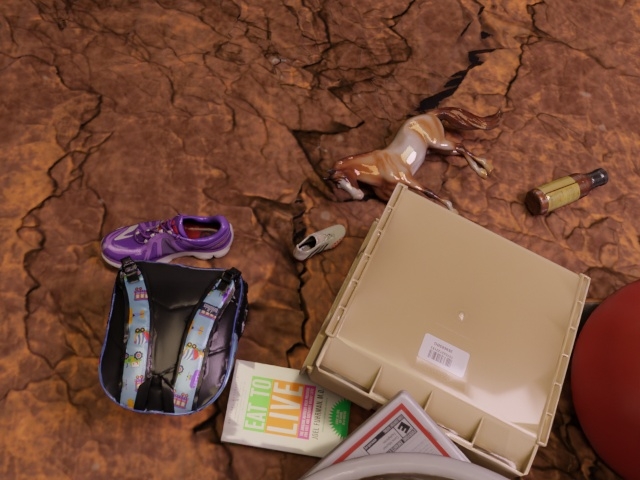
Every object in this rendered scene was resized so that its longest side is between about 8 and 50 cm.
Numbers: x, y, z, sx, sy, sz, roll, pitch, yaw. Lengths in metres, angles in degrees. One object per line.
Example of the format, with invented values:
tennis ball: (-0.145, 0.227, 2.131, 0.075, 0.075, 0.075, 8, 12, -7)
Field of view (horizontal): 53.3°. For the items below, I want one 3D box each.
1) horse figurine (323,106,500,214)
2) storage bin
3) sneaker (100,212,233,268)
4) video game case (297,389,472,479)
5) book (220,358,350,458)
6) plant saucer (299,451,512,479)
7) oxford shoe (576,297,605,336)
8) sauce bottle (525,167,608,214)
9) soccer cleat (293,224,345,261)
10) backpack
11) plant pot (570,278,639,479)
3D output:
horse figurine: (0.146, -0.113, 0.917, 0.174, 0.066, 0.263, 40, 68, 8)
storage bin: (0.147, 0.107, 0.757, 0.262, 0.123, 0.260, 27, 62, 2)
sneaker: (-0.199, -0.010, 0.824, 0.170, 0.071, 0.068, -10, 65, -10)
video game case: (0.105, 0.322, 0.637, 0.204, 0.025, 0.285, -43, 84, 7)
book: (-0.039, 0.203, 0.759, 0.144, 0.035, 0.096, 10, 64, -5)
plant saucer: (0.077, 0.390, 0.531, 0.400, 0.100, 0.400, -7, 56, 11)
oxford shoe: (0.425, 0.102, 0.846, 0.212, 0.076, 0.076, 7, 34, -2)
sauce bottle: (0.362, -0.074, 0.932, 0.128, 0.042, 0.042, -18, 67, -15)
soccer cleat: (0.000, 0.000, 0.859, 0.083, 0.035, 0.029, -28, 69, -18)
backpack: (-0.168, 0.120, 0.736, 0.158, 0.117, 0.173, 6, 63, -3)
plant pot: (0.443, 0.164, 0.668, 0.275, 0.243, 0.275, 0, 83, -1)
